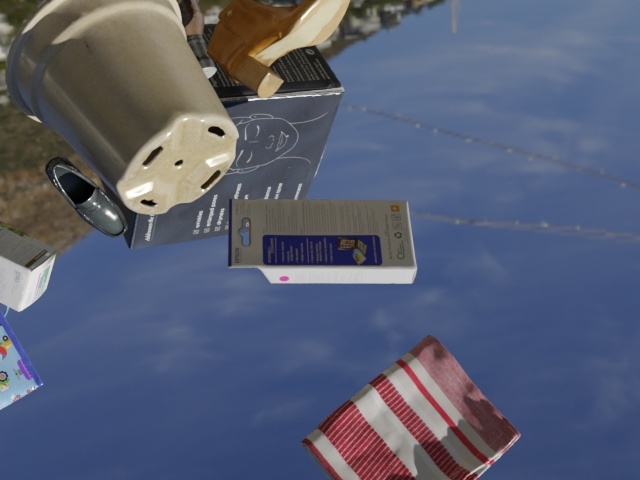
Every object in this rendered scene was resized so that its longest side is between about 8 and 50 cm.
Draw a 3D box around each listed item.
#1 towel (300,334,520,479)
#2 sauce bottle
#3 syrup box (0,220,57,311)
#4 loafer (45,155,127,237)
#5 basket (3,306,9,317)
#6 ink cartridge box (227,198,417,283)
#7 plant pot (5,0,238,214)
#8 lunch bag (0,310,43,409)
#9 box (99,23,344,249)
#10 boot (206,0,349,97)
[{"bbox_3d":[0.156,0.327,1.594,0.329,0.037,0.237,-33,-104,-34],"label":"towel"},{"bbox_3d":[-0.316,-0.508,2.066,0.111,0.344,0.111,-23,171,-4],"label":"sauce bottle"},{"bbox_3d":[-0.598,0.021,1.698,0.237,0.093,0.096,25,-151,3],"label":"syrup box"},{"bbox_3d":[-0.494,-0.086,2.030,0.076,0.223,0.078,-43,-156,-3],"label":"loafer"},{"bbox_3d":[-0.841,0.161,2.104,0.289,0.254,0.201,18,-145,-14],"label":"basket"},{"bbox_3d":[0.000,0.000,1.928,0.371,0.069,0.175,2,-127,-7],"label":"ink cartridge box"},{"bbox_3d":[-0.309,-0.222,1.618,0.334,0.334,0.305,-21,-119,-33],"label":"plant pot"},{"bbox_3d":[-0.711,0.204,1.861,0.221,0.293,0.138,-30,-170,-18],"label":"lunch bag"},{"bbox_3d":[-0.261,-0.262,2.370,0.472,0.480,0.297,-10,-128,-29],"label":"box"},{"bbox_3d":[-0.094,-0.441,1.903,0.211,0.295,0.104,47,-170,33],"label":"boot"}]
